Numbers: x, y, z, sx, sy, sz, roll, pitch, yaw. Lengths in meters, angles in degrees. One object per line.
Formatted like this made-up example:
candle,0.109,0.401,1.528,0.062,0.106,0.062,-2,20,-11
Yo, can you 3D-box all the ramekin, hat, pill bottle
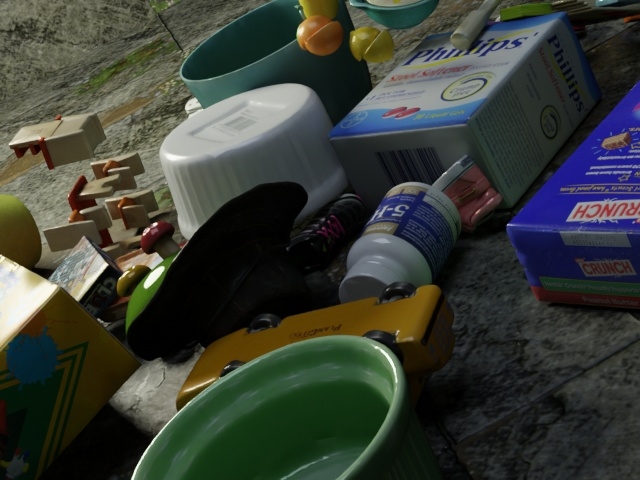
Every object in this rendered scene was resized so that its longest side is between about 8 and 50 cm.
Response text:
ramekin,-0.025,0.245,1.349,0.303,0.148,0.303,-24,24,12
hat,-0.086,0.074,1.718,0.331,0.134,0.331,-44,-16,-17
ramekin,-0.101,-0.120,1.997,0.277,0.135,0.277,-19,23,8
pill bottle,0.097,0.021,1.710,0.112,0.112,0.186,-11,29,34

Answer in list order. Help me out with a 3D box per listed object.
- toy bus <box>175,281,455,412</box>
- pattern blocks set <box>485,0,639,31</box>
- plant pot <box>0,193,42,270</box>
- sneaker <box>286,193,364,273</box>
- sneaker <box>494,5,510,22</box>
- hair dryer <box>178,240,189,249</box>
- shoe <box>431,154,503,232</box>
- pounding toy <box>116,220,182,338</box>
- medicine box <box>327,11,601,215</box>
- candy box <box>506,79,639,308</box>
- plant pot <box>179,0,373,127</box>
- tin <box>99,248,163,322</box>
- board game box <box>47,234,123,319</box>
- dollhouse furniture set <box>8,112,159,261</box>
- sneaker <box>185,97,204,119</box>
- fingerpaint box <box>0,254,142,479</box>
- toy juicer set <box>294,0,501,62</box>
toy bus,-0.002,0.150,1.535,0.333,0.130,0.108,-15,26,29
pattern blocks set,0.388,-0.342,2.038,0.285,0.026,0.325,-6,3,-41
plant pot,-0.639,0.033,2.352,0.293,0.274,0.275,-27,18,-37
sneaker,0.000,0.000,1.922,0.170,0.063,0.075,-35,28,-10
sneaker,0.306,-0.331,2.269,0.051,0.070,0.134,-52,3,-26
hair dryer,-0.205,0.006,2.107,0.293,0.080,0.223,-40,26,-25
shoe,0.167,-0.033,1.805,0.063,0.081,0.178,-35,-8,-44
pounding toy,-0.208,0.054,1.830,0.183,0.110,0.237,-43,-11,-5
medicine box,0.206,-0.177,1.937,0.263,0.149,0.289,-3,35,45
candy box,0.408,-0.061,1.521,0.268,0.122,0.317,4,39,49
plant pot,-0.046,-0.242,2.233,0.293,0.235,0.293,-24,25,12
tin,-0.275,0.064,2.012,0.190,0.040,0.106,-19,36,44
board game box,-0.397,0.118,2.040,0.243,0.042,0.165,-51,28,-1
dollhouse furniture set,-0.396,-0.074,2.254,0.135,0.259,0.262,-11,27,15
sneaker,-0.161,-0.236,2.523,0.169,0.108,0.292,-31,14,-2
fingerpaint box,-0.480,0.207,1.794,0.371,0.163,0.445,-49,26,-14
toy juicer set,0.115,-0.342,1.983,0.329,0.089,0.209,-2,37,10
